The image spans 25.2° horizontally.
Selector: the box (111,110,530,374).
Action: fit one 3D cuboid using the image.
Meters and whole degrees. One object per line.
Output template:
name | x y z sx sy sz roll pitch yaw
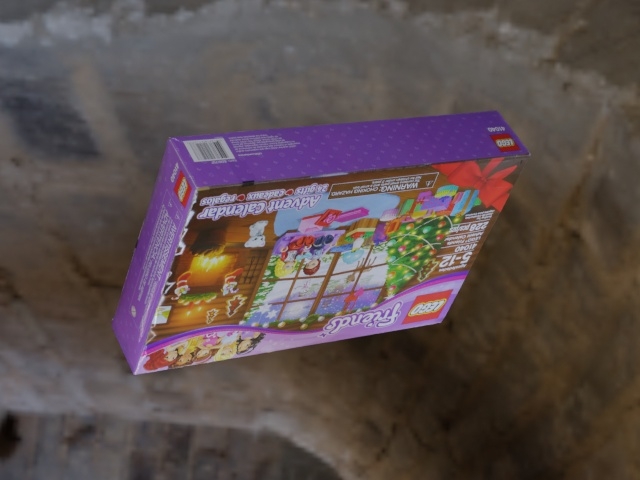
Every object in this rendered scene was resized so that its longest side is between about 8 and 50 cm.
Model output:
box | 0.000 0.000 1.111 0.057 0.293 0.201 59 -37 34
